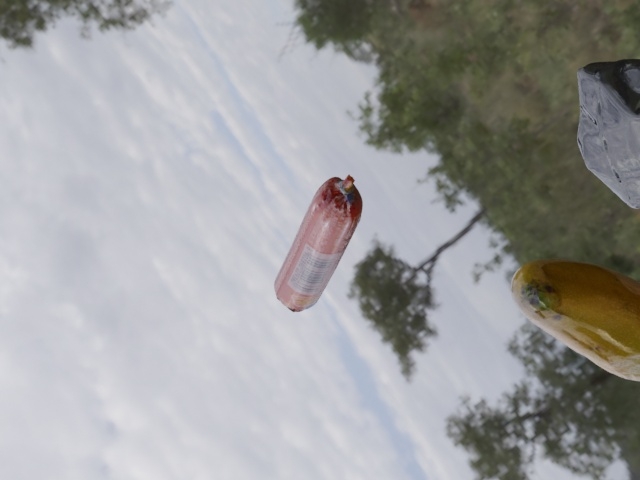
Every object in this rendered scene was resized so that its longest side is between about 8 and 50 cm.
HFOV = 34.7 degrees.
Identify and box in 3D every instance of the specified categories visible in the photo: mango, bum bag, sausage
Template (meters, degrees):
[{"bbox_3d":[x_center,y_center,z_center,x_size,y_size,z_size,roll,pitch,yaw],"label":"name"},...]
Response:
[{"bbox_3d":[0.230,0.063,0.837,0.190,0.075,0.098,20,-166,-21],"label":"mango"},{"bbox_3d":[0.357,-0.116,0.829,0.095,0.340,0.144,-48,-66,-40],"label":"bum bag"},{"bbox_3d":[0.000,0.000,1.394,0.074,0.074,0.274,55,149,21],"label":"sausage"}]
